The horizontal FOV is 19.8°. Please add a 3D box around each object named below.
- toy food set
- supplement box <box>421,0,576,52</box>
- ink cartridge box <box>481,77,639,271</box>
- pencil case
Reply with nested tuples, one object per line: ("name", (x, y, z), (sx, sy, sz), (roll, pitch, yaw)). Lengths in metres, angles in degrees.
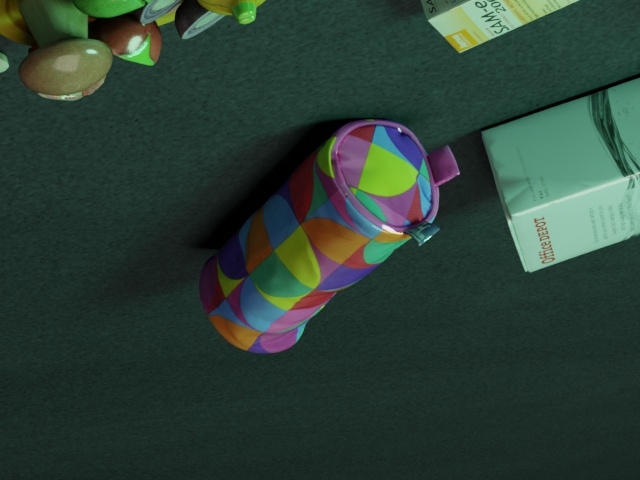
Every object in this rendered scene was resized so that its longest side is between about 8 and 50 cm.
("toy food set", (-0.111, -0.118, 1.010), (0.218, 0.071, 0.128), (-19, 159, 8))
("supplement box", (0.115, -0.159, 1.128), (0.098, 0.036, 0.062), (-23, 158, 17))
("ink cartridge box", (0.231, -0.057, 1.413), (0.191, 0.082, 0.139), (-17, 159, 6))
("pencil case", (0.000, 0.000, 1.365), (0.104, 0.104, 0.236), (-2, 156, -35))
